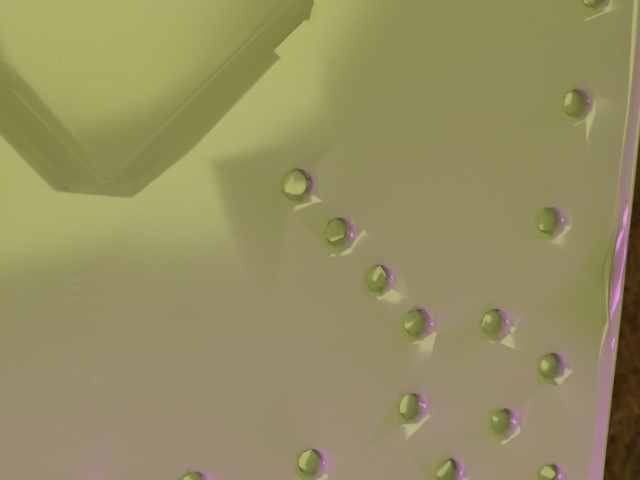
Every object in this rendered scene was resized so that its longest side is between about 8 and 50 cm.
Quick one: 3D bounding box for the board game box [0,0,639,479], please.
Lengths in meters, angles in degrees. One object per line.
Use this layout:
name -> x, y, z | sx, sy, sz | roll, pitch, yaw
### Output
board game box -> -0.073, -0.088, 0.594 | 0.390, 0.050, 0.390 | 0, 102, -22
